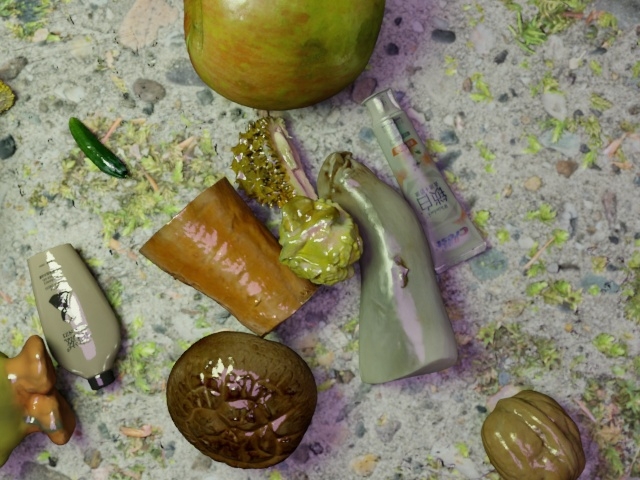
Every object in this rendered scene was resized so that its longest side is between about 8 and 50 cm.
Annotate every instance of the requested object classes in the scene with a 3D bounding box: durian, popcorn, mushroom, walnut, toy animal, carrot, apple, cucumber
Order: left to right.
[{"bbox_3d":[-0.596,0.276,1.102,0.338,0.191,0.216,-15,107,-15],"label":"toy animal"},{"bbox_3d":[-0.400,-0.158,1.202,0.039,0.039,0.168,-45,83,0],"label":"cucumber"},{"bbox_3d":[-0.146,0.041,1.118,0.196,0.196,0.254,-43,95,0],"label":"carrot"},{"bbox_3d":[-0.129,0.256,1.078,0.252,0.153,0.253,4,120,7],"label":"mushroom"},{"bbox_3d":[-0.078,-0.112,1.145,0.140,0.078,0.224,-39,75,6],"label":"durian"},{"bbox_3d":[-0.065,-0.378,1.056,0.339,0.339,0.340,0,87,3],"label":"apple"},{"bbox_3d":[0.000,0.000,1.055,0.125,0.126,0.145,-27,57,23],"label":"popcorn"},{"bbox_3d":[0.102,0.034,1.119,0.177,0.126,0.398,-14,84,25],"label":"mushroom"},{"bbox_3d":[0.341,0.326,1.081,0.166,0.149,0.167,6,55,-9],"label":"walnut"}]

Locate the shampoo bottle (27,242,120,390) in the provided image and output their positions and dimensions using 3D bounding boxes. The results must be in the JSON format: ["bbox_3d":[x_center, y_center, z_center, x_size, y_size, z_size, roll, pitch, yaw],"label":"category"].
[{"bbox_3d":[-0.422,0.137,1.164,0.127,0.078,0.257,-25,88,-2],"label":"shampoo bottle"}]

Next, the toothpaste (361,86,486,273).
[{"bbox_3d":[0.170,-0.106,1.156,0.100,0.066,0.323,-28,91,2],"label":"toothpaste"}]

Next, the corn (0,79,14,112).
[{"bbox_3d":[-0.666,-0.311,1.204,0.248,0.081,0.081,37,89,4],"label":"corn"}]
